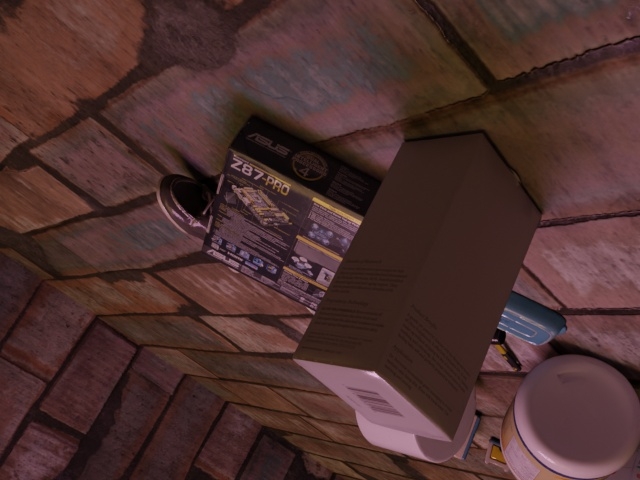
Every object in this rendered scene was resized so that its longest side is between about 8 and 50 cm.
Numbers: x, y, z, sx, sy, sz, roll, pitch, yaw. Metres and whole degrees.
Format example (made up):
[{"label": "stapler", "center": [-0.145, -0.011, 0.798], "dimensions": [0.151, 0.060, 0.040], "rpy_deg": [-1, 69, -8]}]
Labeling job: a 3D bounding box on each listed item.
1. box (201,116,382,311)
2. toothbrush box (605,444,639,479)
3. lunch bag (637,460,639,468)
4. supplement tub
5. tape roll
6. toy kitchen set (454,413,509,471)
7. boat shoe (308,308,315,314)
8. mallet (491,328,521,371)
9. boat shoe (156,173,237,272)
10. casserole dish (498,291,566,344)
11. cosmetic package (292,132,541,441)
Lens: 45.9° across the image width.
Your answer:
[{"label": "box", "center": [0.000, 0.000, 1.322], "dimensions": [0.394, 0.097, 0.318], "rpy_deg": [27, 144, 2]}, {"label": "toothbrush box", "center": [0.590, 0.550, 1.646], "dimensions": [0.206, 0.283, 0.122], "rpy_deg": [24, 155, 9]}, {"label": "lunch bag", "center": [0.754, 0.469, 1.451], "dimensions": [0.279, 0.108, 0.224], "rpy_deg": [31, -179, 24]}, {"label": "supplement tub", "center": [0.478, 0.377, 1.486], "dimensions": [0.228, 0.228, 0.316], "rpy_deg": [21, 156, 16]}, {"label": "tape roll", "center": [0.219, 0.367, 1.726], "dimensions": [0.169, 0.246, 0.246], "rpy_deg": [2, 146, 44]}, {"label": "toy kitchen set", "center": [0.453, 0.546, 2.043], "dimensions": [0.166, 0.122, 0.207], "rpy_deg": [20, 175, 17]}, {"label": "boat shoe", "center": [0.032, 0.179, 1.745], "dimensions": [0.258, 0.084, 0.095], "rpy_deg": [30, 157, -4]}, {"label": "mallet", "center": [0.363, 0.222, 1.545], "dimensions": [0.062, 0.039, 0.190], "rpy_deg": [10, 154, 33]}, {"label": "boat shoe", "center": [-0.203, -0.038, 1.555], "dimensions": [0.095, 0.112, 0.335], "rpy_deg": [-8, 147, 27]}, {"label": "casserole dish", "center": [0.354, 0.139, 1.379], "dimensions": [0.188, 0.037, 0.114], "rpy_deg": [26, 156, 6]}, {"label": "cosmetic package", "center": [0.145, 0.056, 1.025], "dimensions": [0.155, 0.366, 0.197], "rpy_deg": [-1, 142, 47]}]
